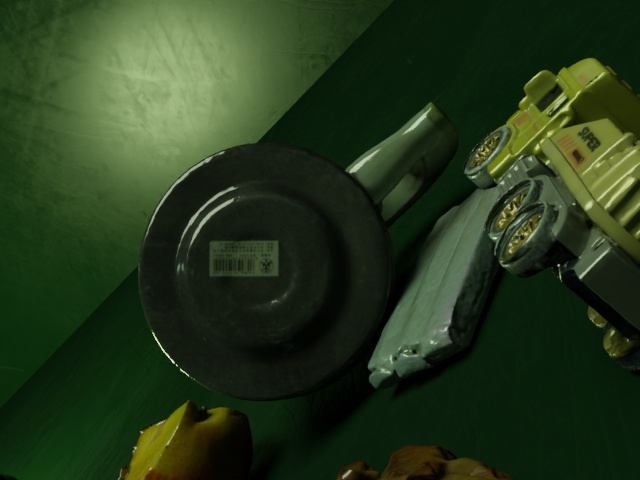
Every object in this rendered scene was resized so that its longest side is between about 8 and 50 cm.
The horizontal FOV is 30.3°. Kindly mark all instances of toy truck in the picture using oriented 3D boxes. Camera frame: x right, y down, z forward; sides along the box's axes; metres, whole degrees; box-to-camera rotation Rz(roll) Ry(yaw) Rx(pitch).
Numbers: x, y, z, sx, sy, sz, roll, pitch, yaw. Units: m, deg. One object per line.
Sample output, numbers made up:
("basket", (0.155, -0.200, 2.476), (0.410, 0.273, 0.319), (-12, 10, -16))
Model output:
("toy truck", (0.198, -0.038, 0.793), (0.157, 0.124, 0.272), (-47, 13, 15))

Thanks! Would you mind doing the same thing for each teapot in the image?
("teapot", (-0.023, -0.004, 1.182), (0.239, 0.239, 0.322), (22, -91, -80))

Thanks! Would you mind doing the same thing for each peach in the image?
("peach", (-0.131, 0.227, 1.170), (0.151, 0.118, 0.151), (-18, -12, -4))

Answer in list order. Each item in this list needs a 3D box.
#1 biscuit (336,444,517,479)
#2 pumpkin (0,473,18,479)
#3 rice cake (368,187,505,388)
("biscuit", (0.016, 0.245, 0.710), (0.289, 0.081, 0.334), (-51, 14, -2))
("pumpkin", (-0.358, 0.382, 1.080), (0.363, 0.266, 0.363), (-49, 27, 36))
("rice cake", (0.116, 0.037, 1.052), (0.124, 0.038, 0.211), (-36, 19, 44))
